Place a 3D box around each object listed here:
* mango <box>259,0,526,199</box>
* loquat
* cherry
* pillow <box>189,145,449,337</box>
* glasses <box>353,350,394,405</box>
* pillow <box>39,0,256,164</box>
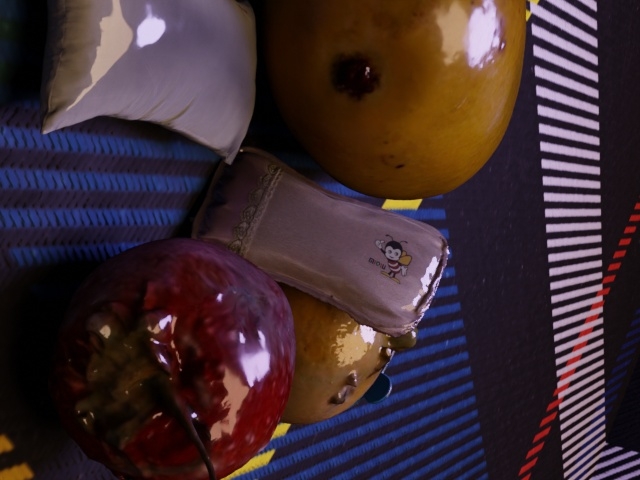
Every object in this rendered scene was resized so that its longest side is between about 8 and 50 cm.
[{"bbox_3d":[0.089,-0.188,1.107,0.446,0.232,0.300,8,91,-74],"label":"mango"},{"bbox_3d":[-0.009,0.091,1.086,0.149,0.205,0.172,33,60,-85],"label":"loquat"},{"bbox_3d":[-0.103,0.090,0.906,0.175,0.192,0.250,-48,173,33],"label":"cherry"},{"bbox_3d":[0.000,0.000,1.030,0.038,0.233,0.130,114,0,-58],"label":"pillow"},{"bbox_3d":[0.004,0.054,1.243,0.207,0.102,0.239,35,71,-33],"label":"glasses"},{"bbox_3d":[-0.125,-0.139,0.861,0.254,0.078,0.144,4,99,-64],"label":"pillow"}]
